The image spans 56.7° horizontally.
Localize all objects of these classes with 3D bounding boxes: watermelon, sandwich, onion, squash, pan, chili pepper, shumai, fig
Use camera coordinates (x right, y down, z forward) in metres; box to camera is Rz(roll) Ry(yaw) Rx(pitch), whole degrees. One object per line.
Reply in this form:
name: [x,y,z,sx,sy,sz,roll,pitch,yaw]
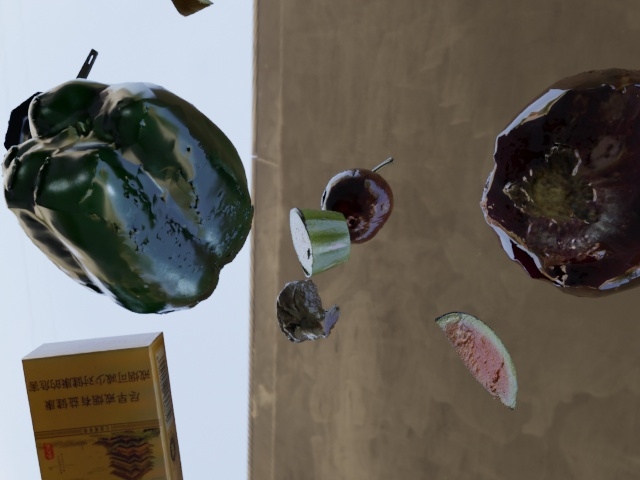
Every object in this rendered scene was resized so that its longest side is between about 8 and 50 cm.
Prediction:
watermelon: [0.329,0.237,1.240,0.245,0.119,0.063,51,-45,-1]
sandwich: [-0.228,-0.406,1.016,0.083,0.031,0.044,25,-44,-6]
onion: [0.505,-0.115,1.059,0.398,0.420,0.399,10,-67,24]
squash: [0.000,0.000,1.411,0.170,0.122,0.170,173,-90,-79]
pan: [-0.379,-0.178,0.904,0.202,0.048,0.128,-33,-91,6]
chili pepper: [-0.219,-0.051,0.683,0.248,0.257,0.233,3,-117,18]
shumai: [-0.034,0.228,1.825,0.175,0.166,0.206,18,-55,56]
fig: [0.097,-0.118,1.589,0.250,0.186,0.204,-84,-174,-52]

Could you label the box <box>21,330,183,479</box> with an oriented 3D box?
box: [-0.292,0.273,0.815,0.076,0.174,0.274,-90,174,-83]
